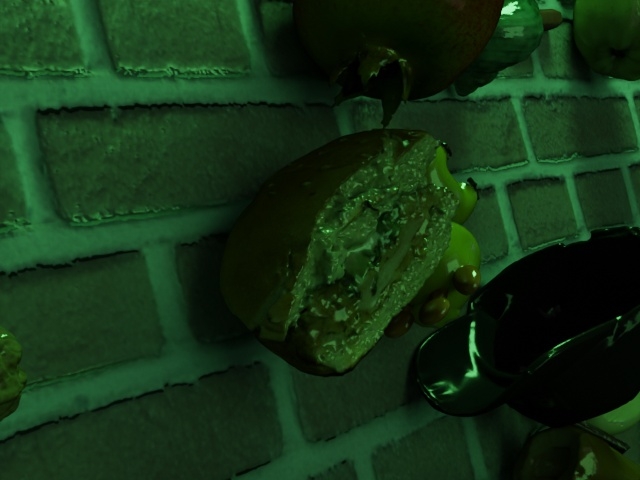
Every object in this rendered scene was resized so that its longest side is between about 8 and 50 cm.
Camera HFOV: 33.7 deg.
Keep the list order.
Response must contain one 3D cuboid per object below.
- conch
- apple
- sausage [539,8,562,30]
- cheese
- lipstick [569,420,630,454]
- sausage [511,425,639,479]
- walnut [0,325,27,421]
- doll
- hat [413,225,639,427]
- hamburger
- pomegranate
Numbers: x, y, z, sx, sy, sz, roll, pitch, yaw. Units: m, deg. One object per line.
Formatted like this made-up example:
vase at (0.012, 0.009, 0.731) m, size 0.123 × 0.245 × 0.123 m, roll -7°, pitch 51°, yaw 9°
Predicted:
conch at (0.190, -0.284, 1.311) m, size 0.176 × 0.122 × 0.188 m, roll -1°, pitch 75°, yaw -29°
apple at (0.484, -0.347, 1.642) m, size 0.200 × 0.200 × 0.200 m, roll 21°, pitch 62°, yaw -45°
sausage at (0.315, -0.322, 1.544) m, size 0.147 × 0.030 × 0.035 m, roll -21°, pitch 93°, yaw -52°
cheese at (0.346, 0.216, 1.378) m, size 0.251 × 0.054 × 0.127 m, roll -24°, pitch 93°, yaw -43°
lipstick at (0.310, 0.225, 1.305) m, size 0.176 × 0.027 × 0.027 m, roll 29°, pitch 54°, yaw -18°
sausage at (0.363, 0.334, 1.305) m, size 0.354 × 0.116 × 0.134 m, roll 37°, pitch 65°, yaw -40°
walnut at (-0.241, 0.091, 0.691) m, size 0.096 × 0.082 × 0.079 m, roll -9°, pitch 114°, yaw -44°
doll at (0.111, 0.009, 1.105) m, size 0.135 × 0.143 × 0.221 m, roll 49°, pitch 38°, yaw -31°
hat at (0.267, 0.150, 1.189) m, size 0.336 × 0.238 × 0.209 m, roll -36°, pitch 115°, yaw -34°
hamburger at (0.000, 0.000, 0.955) m, size 0.283 × 0.157 × 0.144 m, roll -47°, pitch 133°, yaw -41°
pomegranate at (0.074, -0.238, 1.077) m, size 0.221 × 0.221 × 0.256 m, roll 40°, pitch 52°, yaw -35°
